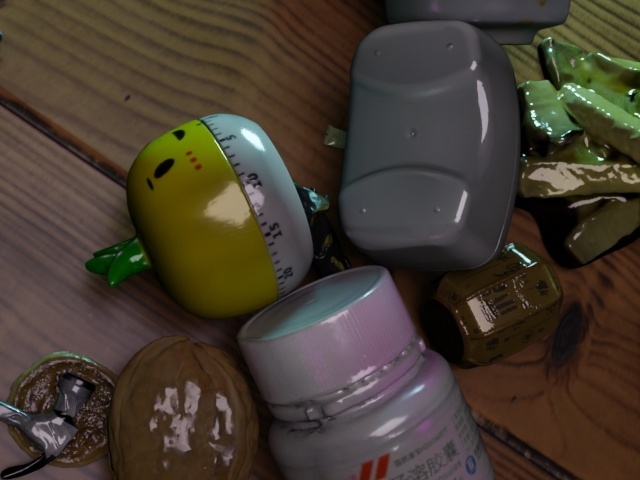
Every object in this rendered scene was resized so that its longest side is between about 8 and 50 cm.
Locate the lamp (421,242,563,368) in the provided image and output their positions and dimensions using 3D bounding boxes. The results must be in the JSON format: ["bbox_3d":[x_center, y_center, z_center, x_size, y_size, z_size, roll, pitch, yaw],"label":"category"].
[{"bbox_3d":[0.250,0.096,1.356,0.185,0.161,0.161,-23,86,-24],"label":"lamp"}]

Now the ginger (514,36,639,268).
[{"bbox_3d":[0.478,-0.177,1.463,0.358,0.211,0.413,42,70,-3],"label":"ginger"}]

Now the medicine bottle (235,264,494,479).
[{"bbox_3d":[0.054,0.218,1.181,0.256,0.256,0.324,-27,102,-21],"label":"medicine bottle"}]

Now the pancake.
[{"bbox_3d":[-0.329,0.220,1.207,0.158,0.028,0.158,3,76,-14],"label":"pancake"}]

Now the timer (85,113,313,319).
[{"bbox_3d":[-0.171,-0.010,1.193,0.285,0.285,0.285,4,77,-17],"label":"timer"}]

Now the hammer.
[{"bbox_3d":[-0.499,0.150,1.149,0.427,0.044,0.152,29,77,-4],"label":"hammer"}]

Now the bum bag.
[{"bbox_3d":[0.000,0.000,1.281,0.060,0.232,0.106,-24,51,-3],"label":"bum bag"}]

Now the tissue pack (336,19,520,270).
[{"bbox_3d":[0.161,-0.121,1.300,0.230,0.236,0.332,1,79,28],"label":"tissue pack"}]

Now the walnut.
[{"bbox_3d":[-0.172,0.242,1.170,0.198,0.198,0.244,3,84,-17],"label":"walnut"}]

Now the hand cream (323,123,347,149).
[{"bbox_3d":[0.056,-0.148,1.419,0.102,0.022,0.035,15,74,-9],"label":"hand cream"}]

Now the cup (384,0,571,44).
[{"bbox_3d":[0.233,-0.375,1.386,0.347,0.347,0.163,-3,103,-19],"label":"cup"}]

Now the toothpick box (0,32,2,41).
[{"bbox_3d":[-0.501,-0.324,1.233,0.101,0.101,0.153,-25,86,-21],"label":"toothpick box"}]
